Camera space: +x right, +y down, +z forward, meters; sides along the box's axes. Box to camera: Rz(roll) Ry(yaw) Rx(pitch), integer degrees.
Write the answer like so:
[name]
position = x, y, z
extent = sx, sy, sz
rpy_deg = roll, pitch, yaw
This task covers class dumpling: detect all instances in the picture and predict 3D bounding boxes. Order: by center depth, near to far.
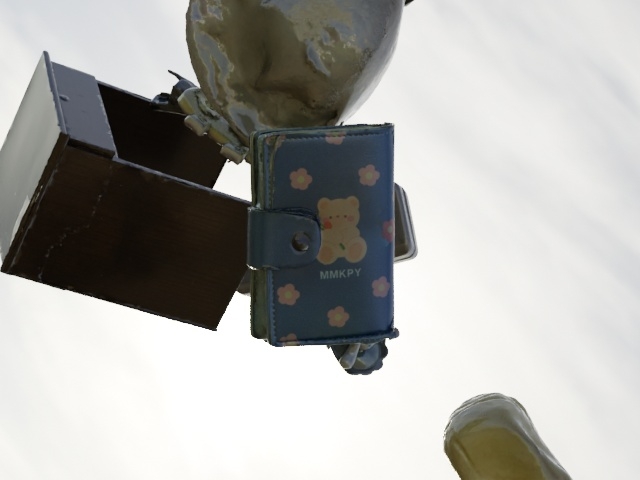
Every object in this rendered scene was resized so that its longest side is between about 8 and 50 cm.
[dumpling]
position = -0.016, -0.225, 1.839
extent = 0.205, 0.293, 0.163
rpy_deg = 23, -7, 16

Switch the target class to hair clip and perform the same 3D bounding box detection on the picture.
[hair clip]
position = -0.105, -0.135, 1.954
extent = 0.187, 0.146, 0.056
rpy_deg = 28, -64, 13

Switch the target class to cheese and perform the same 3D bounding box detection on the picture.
[cheese]
position = 0.258, 0.301, 2.270
extent = 0.226, 0.117, 0.214
rpy_deg = 51, 9, 3

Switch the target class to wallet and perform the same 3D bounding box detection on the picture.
[wallet]
position = 0.002, -0.003, 1.579
extent = 0.059, 0.141, 0.202
rpy_deg = -147, -125, -74

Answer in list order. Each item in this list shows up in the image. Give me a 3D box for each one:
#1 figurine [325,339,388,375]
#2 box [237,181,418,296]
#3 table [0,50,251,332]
[figurine]
position = 0.039, 0.106, 1.994
extent = 0.082, 0.094, 0.086
rpy_deg = 19, -36, 9
[box]
position = 0.000, 0.000, 2.265
extent = 0.055, 0.244, 0.103
rpy_deg = 36, 42, -71
[table]
position = -0.234, -0.058, 2.128
extent = 0.282, 0.196, 0.250
rpy_deg = 18, 21, -23
